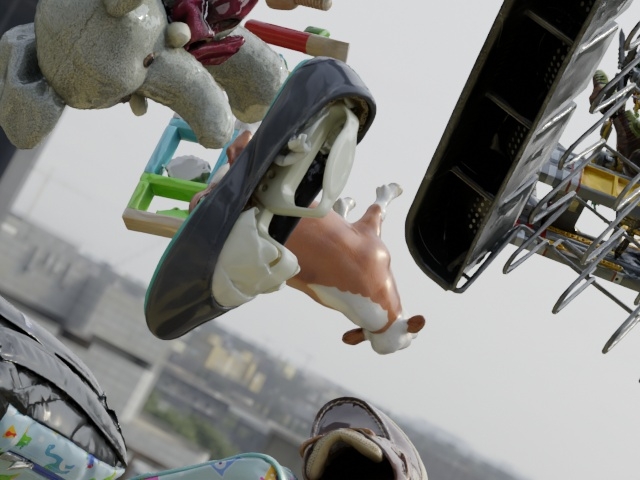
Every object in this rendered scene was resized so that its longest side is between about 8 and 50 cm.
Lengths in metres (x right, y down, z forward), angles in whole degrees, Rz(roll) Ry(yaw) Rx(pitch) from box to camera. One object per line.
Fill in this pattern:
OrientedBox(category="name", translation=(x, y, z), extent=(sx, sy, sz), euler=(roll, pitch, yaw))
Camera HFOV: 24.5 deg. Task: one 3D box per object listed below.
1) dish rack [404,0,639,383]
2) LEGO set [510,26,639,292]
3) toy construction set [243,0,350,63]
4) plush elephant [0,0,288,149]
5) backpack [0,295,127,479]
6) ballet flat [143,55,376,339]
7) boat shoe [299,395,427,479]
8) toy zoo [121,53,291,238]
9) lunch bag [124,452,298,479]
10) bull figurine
OrientedBox(category="dish rack", translation=(0.186, -0.002, 0.678), extent=(0.271, 0.074, 0.208), euler=(38, -44, 17))
OrientedBox(category="LEGO set", translation=(0.297, -0.119, 1.470), extent=(0.192, 0.255, 0.331), euler=(21, -42, 0))
OrientedBox(category="toy construction set", translation=(0.077, -0.332, 1.662), extent=(0.237, 0.309, 0.257), euler=(20, -10, 30))
OrientedBox(category="plush elephant", translation=(-0.141, -0.191, 1.279), extent=(0.330, 0.255, 0.272), euler=(29, -43, -18))
OrientedBox(category="backpack", translation=(-0.418, 0.232, 2.005), extent=(0.355, 0.273, 0.290), euler=(28, 19, -45))
OrientedBox(category="ballet flat", translation=(-0.031, -0.018, 0.886), extent=(0.074, 0.203, 0.074), euler=(33, -3, 2))
OrientedBox(category="boat shoe", translation=(0.041, 0.240, 1.513), extent=(0.342, 0.123, 0.123), euler=(-100, 171, -64))
OrientedBox(category="toy zoo", translation=(-0.097, -0.118, 1.784), extent=(0.192, 0.293, 0.030), euler=(12, -33, 18))
OrientedBox(category="lunch bag", translation=(-0.141, 0.345, 1.473), extent=(0.279, 0.224, 0.108), euler=(-15, -19, 10))
OrientedBox(category="bull figurine", translation=(0.000, 0.000, 1.631), extent=(0.310, 0.188, 0.101), euler=(29, -44, -22))
